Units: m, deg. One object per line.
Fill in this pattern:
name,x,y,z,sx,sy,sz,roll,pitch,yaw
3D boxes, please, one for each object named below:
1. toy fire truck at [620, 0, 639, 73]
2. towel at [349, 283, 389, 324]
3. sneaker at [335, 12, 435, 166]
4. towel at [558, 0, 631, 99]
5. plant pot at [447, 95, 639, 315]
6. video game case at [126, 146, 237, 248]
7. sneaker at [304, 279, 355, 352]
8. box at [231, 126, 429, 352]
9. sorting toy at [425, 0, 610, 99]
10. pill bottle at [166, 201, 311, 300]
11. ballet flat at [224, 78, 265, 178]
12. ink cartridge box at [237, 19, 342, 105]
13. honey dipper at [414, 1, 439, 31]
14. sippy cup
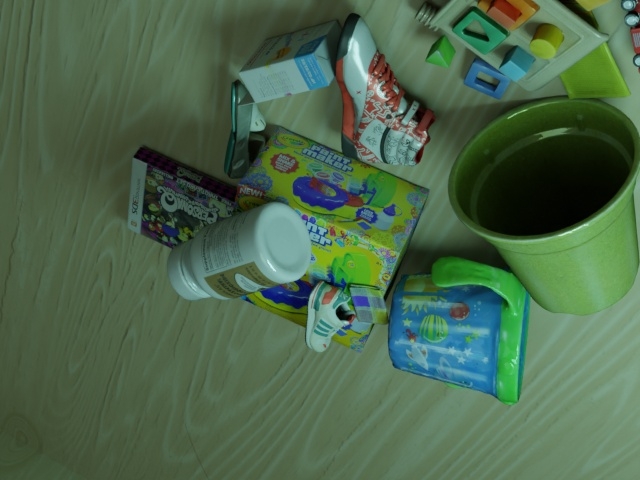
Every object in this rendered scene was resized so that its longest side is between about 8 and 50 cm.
toy fire truck,0.464,-0.311,1.279,0.135,0.047,0.192,-3,129,30
towel,0.082,0.109,1.657,0.060,0.009,0.083,6,132,23
sneaker,0.106,-0.227,1.528,0.145,0.090,0.270,13,138,16
towel,0.338,-0.283,1.349,0.102,0.021,0.237,11,147,50
plant pot,0.361,-0.029,1.473,0.276,0.276,0.254,-1,141,30
video game case,-0.264,-0.056,1.926,0.232,0.042,0.210,25,139,6
sneaker,0.019,0.141,1.684,0.075,0.057,0.161,19,134,19
box,0.000,0.000,1.736,0.290,0.177,0.279,23,136,7
sorting toy,0.261,-0.278,1.337,0.196,0.047,0.348,30,157,-10
pill bottle,-0.138,0.027,1.608,0.229,0.131,0.131,-18,120,38
ballet flat,-0.128,-0.193,1.716,0.068,0.072,0.213,1,138,-9
ink cartridge box,-0.055,-0.277,1.553,0.181,0.104,0.061,-8,125,34
honey dipper,0.212,-0.294,1.448,0.161,0.030,0.030,33,138,-6
sippy cup,0.237,0.148,1.684,0.224,0.240,0.305,5,109,14
